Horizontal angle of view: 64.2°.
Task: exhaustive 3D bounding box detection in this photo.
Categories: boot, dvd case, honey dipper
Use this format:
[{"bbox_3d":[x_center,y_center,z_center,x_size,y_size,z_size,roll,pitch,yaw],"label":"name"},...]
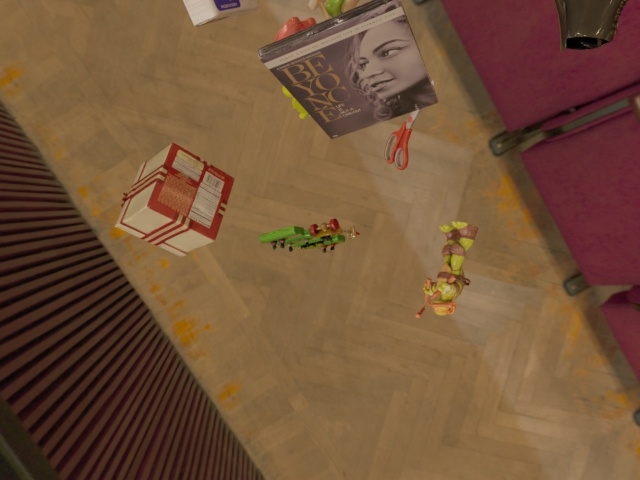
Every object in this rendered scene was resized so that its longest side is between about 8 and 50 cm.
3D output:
[{"bbox_3d":[0.413,-0.328,0.699,0.198,0.077,0.137,-4,83,6],"label":"boot"},{"bbox_3d":[0.047,-0.202,0.641,0.165,0.221,0.018,-15,70,19],"label":"dvd case"},{"bbox_3d":[0.016,-0.480,1.093,0.030,0.030,0.160,-21,73,-7],"label":"honey dipper"}]

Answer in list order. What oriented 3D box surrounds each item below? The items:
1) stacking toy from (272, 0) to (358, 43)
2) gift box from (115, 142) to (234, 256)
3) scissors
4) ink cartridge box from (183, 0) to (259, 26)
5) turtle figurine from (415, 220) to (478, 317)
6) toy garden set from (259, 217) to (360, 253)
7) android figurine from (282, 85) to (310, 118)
[{"bbox_3d":[0.030,-0.584,1.440,0.130,0.279,0.309,50,44,2],"label":"stacking toy"},{"bbox_3d":[-0.425,-0.122,1.532,0.255,0.258,0.276,35,56,-30],"label":"gift box"},{"bbox_3d":[0.243,-0.333,1.443,0.021,0.109,0.297,-9,134,-24],"label":"scissors"},{"bbox_3d":[-0.239,-0.598,1.008,0.072,0.303,0.307,-16,113,18],"label":"ink cartridge box"},{"bbox_3d":[0.282,0.072,1.099,0.087,0.269,0.217,15,83,5],"label":"turtle figurine"},{"bbox_3d":[0.000,0.000,1.301,0.204,0.244,0.049,-14,78,31],"label":"toy garden set"},{"bbox_3d":[0.029,-0.378,1.266,0.248,0.273,0.056,4,69,-24],"label":"android figurine"}]
